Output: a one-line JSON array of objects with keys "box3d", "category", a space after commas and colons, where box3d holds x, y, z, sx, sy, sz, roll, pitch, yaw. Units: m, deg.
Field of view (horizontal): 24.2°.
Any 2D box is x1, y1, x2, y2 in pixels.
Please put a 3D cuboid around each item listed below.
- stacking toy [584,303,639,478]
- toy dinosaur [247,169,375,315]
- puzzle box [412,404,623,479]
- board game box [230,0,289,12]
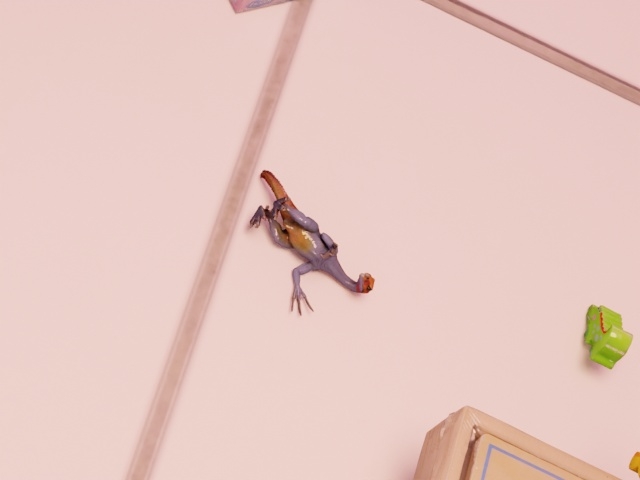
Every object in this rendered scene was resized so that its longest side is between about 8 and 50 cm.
[{"box3d": [0.260, 0.119, 0.928, 0.167, 0.052, 0.221, 26, 22, -12], "category": "stacking toy"}, {"box3d": [0.000, 0.000, 0.939, 0.082, 0.047, 0.090, 32, 43, -27], "category": "toy dinosaur"}, {"box3d": [0.133, 0.314, 0.764, 0.272, 0.052, 0.409, 26, 55, -11], "category": "puzzle box"}, {"box3d": [-0.037, -0.208, 1.039, 0.090, 0.020, 0.090, -18, 72, -30], "category": "board game box"}]
